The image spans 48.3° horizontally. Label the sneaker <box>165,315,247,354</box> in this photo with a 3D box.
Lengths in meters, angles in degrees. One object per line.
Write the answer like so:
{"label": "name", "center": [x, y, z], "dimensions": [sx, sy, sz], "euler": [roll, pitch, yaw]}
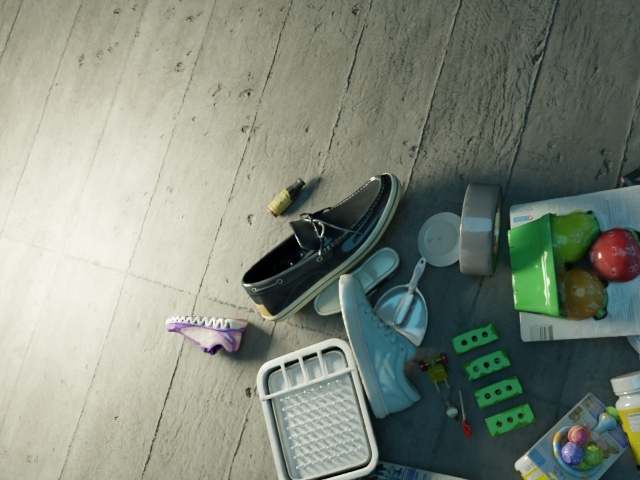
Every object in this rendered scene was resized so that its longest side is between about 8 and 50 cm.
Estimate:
{"label": "sneaker", "center": [-0.315, 0.257, 1.935], "dimensions": [0.236, 0.095, 0.104], "euler": [2, 87, 18]}

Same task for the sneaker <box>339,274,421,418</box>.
{"label": "sneaker", "center": [0.149, 0.241, 1.730], "dimensions": [0.150, 0.135, 0.366], "euler": [-17, 101, 1]}

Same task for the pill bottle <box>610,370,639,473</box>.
{"label": "pill bottle", "center": [0.708, 0.387, 1.528], "dimensions": [0.119, 0.119, 0.208], "euler": [-19, 78, 14]}

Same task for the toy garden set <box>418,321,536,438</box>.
{"label": "toy garden set", "center": [0.367, 0.348, 1.703], "dimensions": [0.204, 0.049, 0.244], "euler": [-24, 73, 11]}

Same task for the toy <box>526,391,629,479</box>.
{"label": "toy", "center": [0.574, 0.437, 1.538], "dimensions": [0.237, 0.056, 0.137], "euler": [-31, 67, -30]}

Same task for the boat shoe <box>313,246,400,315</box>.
{"label": "boat shoe", "center": [0.098, 0.110, 1.828], "dimensions": [0.254, 0.079, 0.095], "euler": [-41, 67, 4]}

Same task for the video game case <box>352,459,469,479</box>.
{"label": "video game case", "center": [0.164, 0.674, 1.615], "dimensions": [0.300, 0.036, 0.329], "euler": [3, 55, 29]}

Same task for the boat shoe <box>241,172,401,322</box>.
{"label": "boat shoe", "center": [0.000, 0.000, 1.819], "dimensions": [0.500, 0.156, 0.187], "euler": [-42, 27, 9]}

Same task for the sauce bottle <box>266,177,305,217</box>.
{"label": "sauce bottle", "center": [-0.094, -0.120, 1.964], "dimensions": [0.042, 0.042, 0.128], "euler": [43, 94, 22]}

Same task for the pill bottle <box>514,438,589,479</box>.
{"label": "pill bottle", "center": [0.538, 0.545, 1.561], "dimensions": [0.117, 0.117, 0.215], "euler": [-41, 68, 7]}

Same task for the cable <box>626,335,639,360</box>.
{"label": "cable", "center": [0.799, 0.162, 1.570], "dimensions": [0.257, 0.089, 0.257], "euler": [-25, 71, 13]}

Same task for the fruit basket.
{"label": "fruit basket", "center": [0.611, 0.054, 1.595], "dimensions": [0.353, 0.165, 0.327], "euler": [-8, 78, 25]}

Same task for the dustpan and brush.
{"label": "dustpan and brush", "center": [0.221, 0.143, 1.788], "dimensions": [0.147, 0.060, 0.211], "euler": [24, 87, 22]}

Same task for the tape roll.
{"label": "tape roll", "center": [0.381, -0.025, 1.685], "dimensions": [0.072, 0.219, 0.219], "euler": [4, 80, 20]}

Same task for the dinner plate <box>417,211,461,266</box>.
{"label": "dinner plate", "center": [0.306, -0.004, 1.796], "dimensions": [0.141, 0.017, 0.141], "euler": [-11, 71, 34]}

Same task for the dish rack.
{"label": "dish rack", "center": [-0.001, 0.435, 1.773], "dimensions": [0.285, 0.072, 0.333], "euler": [-23, 69, 22]}

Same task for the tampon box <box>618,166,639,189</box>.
{"label": "tampon box", "center": [0.769, -0.089, 1.618], "dimensions": [0.101, 0.120, 0.161], "euler": [-31, 70, 10]}
